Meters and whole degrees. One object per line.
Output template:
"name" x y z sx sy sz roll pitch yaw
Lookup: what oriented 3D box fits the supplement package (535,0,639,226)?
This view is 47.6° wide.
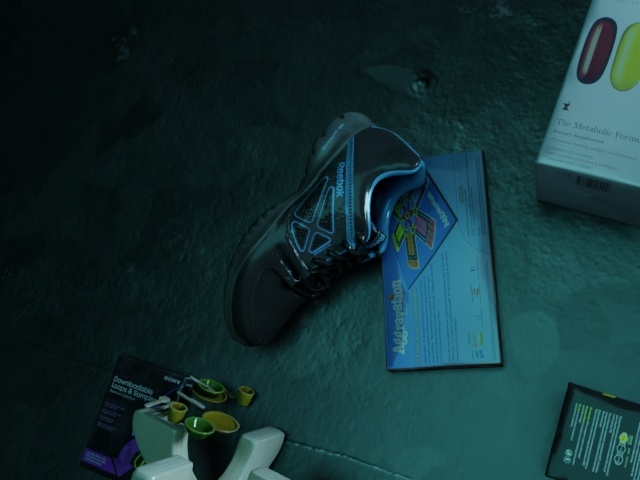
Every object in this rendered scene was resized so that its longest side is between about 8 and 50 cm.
"supplement package" 0.361 -0.163 0.872 0.139 0.134 0.244 17 80 21

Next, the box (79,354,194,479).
"box" -0.253 0.250 0.999 0.116 0.029 0.162 13 77 21

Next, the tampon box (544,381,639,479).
"tampon box" 0.332 0.227 0.771 0.161 0.120 0.102 15 79 21

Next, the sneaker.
"sneaker" 0.000 0.000 0.926 0.139 0.125 0.341 33 92 30

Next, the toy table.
"toy table" -0.132 0.316 0.844 0.274 0.252 0.161 16 96 18

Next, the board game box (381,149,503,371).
"board game box" 0.151 0.025 0.940 0.145 0.027 0.281 -6 73 15

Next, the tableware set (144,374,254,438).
"tableware set" -0.138 0.205 0.912 0.104 0.154 0.024 25 102 25
